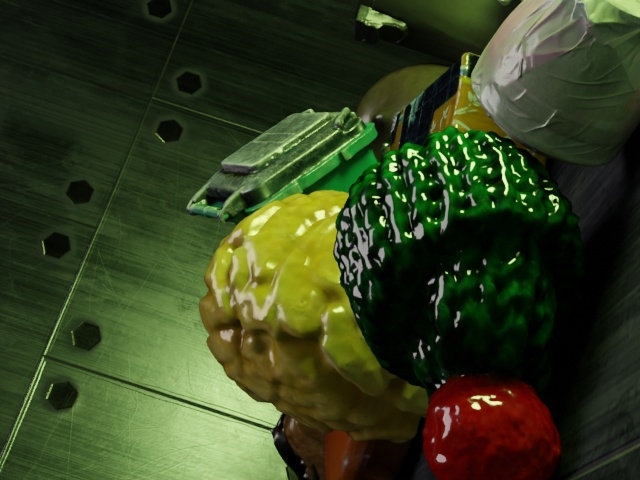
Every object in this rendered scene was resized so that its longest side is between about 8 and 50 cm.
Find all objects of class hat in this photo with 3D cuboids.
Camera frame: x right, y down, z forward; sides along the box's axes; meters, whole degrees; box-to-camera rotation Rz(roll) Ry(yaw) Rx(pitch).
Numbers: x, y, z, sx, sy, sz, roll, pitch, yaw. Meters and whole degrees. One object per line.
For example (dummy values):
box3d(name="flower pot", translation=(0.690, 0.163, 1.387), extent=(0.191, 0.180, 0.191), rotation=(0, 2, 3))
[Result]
box3d(name="hat", translation=(0.152, 0.082, 1.005), extent=(0.274, 0.242, 0.332), rotation=(44, -154, -43))

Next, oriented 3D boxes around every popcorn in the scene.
box3d(name="popcorn", translation=(0.037, 0.094, 1.509), extent=(0.344, 0.390, 0.354), rotation=(-60, 13, -14))

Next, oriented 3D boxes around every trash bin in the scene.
box3d(name="trash bin", translation=(0.000, 0.000, 1.805), extent=(0.295, 0.381, 0.259), rotation=(-36, 17, -17))
box3d(name="trash bin", translation=(0.233, -0.407, 1.860), extent=(0.203, 0.302, 0.252), rotation=(92, -159, -58))

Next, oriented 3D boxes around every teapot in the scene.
box3d(name="teapot", translation=(0.273, -0.178, 1.042), extent=(0.163, 0.222, 0.178), rotation=(59, 135, 35))

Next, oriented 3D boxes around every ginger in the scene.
box3d(name="ginger", translation=(0.046, 0.404, 2.215), extent=(0.223, 0.269, 0.200), rotation=(-31, 2, 41))

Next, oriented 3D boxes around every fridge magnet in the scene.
box3d(name="fridge magnet", translation=(0.099, 0.297, 1.942), extent=(0.363, 0.155, 0.363), rotation=(18, -90, -89))

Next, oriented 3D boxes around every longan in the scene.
box3d(name="longan", translation=(0.192, -0.170, 1.901), extent=(0.297, 0.297, 0.297), rotation=(18, -90, -90))

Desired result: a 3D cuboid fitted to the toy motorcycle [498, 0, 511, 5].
box3d(name="toy motorcycle", translation=(0.346, -0.508, 1.719), extent=(0.223, 0.108, 0.340), rotation=(-12, 45, 39))

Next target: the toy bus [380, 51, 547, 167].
box3d(name="toy bus", translation=(0.203, -0.130, 1.569), extent=(0.323, 0.162, 0.194), rotation=(147, 136, -73))
